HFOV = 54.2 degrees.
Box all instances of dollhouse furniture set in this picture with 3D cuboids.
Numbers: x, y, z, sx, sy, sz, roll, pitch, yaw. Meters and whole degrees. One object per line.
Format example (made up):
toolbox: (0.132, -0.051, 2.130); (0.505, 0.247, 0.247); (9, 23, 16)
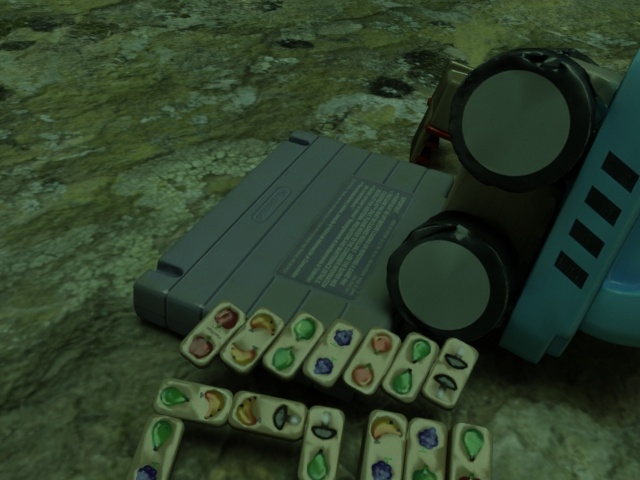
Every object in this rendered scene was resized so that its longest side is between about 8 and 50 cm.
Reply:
dollhouse furniture set: (0.271, -0.138, 0.876); (0.259, 0.135, 0.262); (20, 37, -3)

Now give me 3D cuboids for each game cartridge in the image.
game cartridge: (0.000, 0.000, 0.674); (0.230, 0.068, 0.355); (23, 40, 12)

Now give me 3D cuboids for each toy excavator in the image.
toy excavator: (0.336, -0.048, 0.497); (0.445, 0.433, 0.222); (26, 25, 18)

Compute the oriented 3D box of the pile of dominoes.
pile of dominoes: (-0.005, 0.136, 0.454); (0.251, 0.040, 0.196); (10, 58, 3)
